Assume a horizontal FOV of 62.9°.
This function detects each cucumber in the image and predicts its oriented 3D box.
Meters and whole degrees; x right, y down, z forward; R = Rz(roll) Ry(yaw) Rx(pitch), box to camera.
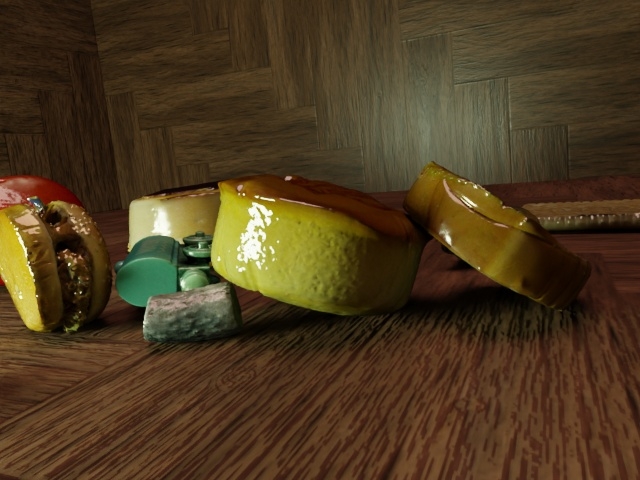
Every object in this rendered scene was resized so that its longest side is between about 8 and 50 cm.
[{"bbox_3d":[-0.149,0.087,0.607,0.112,0.064,0.064,-9,9,-5],"label":"cucumber"}]

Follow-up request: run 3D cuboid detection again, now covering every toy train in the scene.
[{"bbox_3d":[-0.224,0.042,0.784,0.159,0.101,0.248,1,8,-13],"label":"toy train"}]

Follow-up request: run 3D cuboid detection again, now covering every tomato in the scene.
[{"bbox_3d":[-0.659,-0.025,1.134,0.298,0.226,0.298,-8,11,2],"label":"tomato"}]

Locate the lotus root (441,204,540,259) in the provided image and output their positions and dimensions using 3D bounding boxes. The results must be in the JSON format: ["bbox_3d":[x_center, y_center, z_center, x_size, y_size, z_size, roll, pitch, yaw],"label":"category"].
[{"bbox_3d":[0.281,-0.008,0.880,0.192,0.088,0.113,-11,-6,-29],"label":"lotus root"}]

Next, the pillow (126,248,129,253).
[{"bbox_3d":[-0.419,0.003,1.377,0.141,0.055,0.208,-15,9,-6],"label":"pillow"}]

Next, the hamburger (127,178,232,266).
[{"bbox_3d":[-0.245,-0.027,1.078,0.302,0.170,0.302,-8,12,2],"label":"hamburger"}]

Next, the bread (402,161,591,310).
[{"bbox_3d":[0.203,-0.008,0.613,0.236,0.070,0.236,31,13,-8],"label":"bread"}]

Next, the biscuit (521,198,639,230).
[{"bbox_3d":[0.586,-0.053,1.118,0.325,0.044,0.217,-1,11,30],"label":"biscuit"}]

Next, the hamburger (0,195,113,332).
[{"bbox_3d":[-0.353,0.033,0.704,0.118,0.182,0.191,-22,20,-37],"label":"hamburger"}]

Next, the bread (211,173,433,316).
[{"bbox_3d":[0.000,0.000,0.645,0.270,0.148,0.270,12,4,-1],"label":"bread"}]
